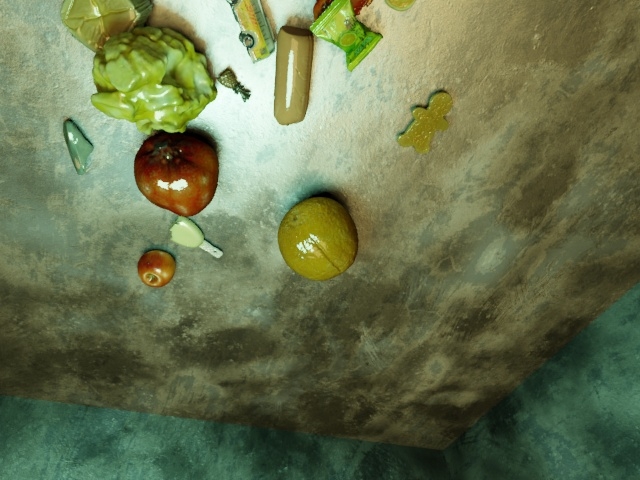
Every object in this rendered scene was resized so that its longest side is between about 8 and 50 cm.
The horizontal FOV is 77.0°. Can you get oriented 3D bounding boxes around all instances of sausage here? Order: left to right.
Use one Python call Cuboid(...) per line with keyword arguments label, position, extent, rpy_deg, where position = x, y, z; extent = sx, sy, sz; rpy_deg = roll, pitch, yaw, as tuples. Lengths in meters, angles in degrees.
Cuboid(label="sausage", position=(-0.091, -0.525, 1.314), extent=(0.121, 0.121, 0.304), rpy_deg=(3, 129, -8))

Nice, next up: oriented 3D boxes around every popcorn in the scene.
Cuboid(label="popcorn", position=(-0.510, -0.475, 1.221), extent=(0.292, 0.294, 0.334), rpy_deg=(8, 166, 26))

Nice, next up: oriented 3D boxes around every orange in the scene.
Cuboid(label="orange", position=(0.000, 0.000, 1.615), extent=(0.322, 0.322, 0.357), rpy_deg=(-28, 143, 15))

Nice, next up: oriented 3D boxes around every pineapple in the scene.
Cuboid(label="pineapple", position=(-0.285, -0.510, 1.349), extent=(0.058, 0.058, 0.124), rpy_deg=(-35, 124, 20))

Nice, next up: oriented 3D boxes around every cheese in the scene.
Cuboid(label="cheese", position=(-0.532, 0.002, 1.726), extent=(0.127, 0.050, 0.255), rpy_deg=(-37, 122, 21))

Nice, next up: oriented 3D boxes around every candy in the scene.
Cuboid(label="candy", position=(0.085, -0.625, 1.230), extent=(0.149, 0.069, 0.246), rpy_deg=(-38, 146, 25))

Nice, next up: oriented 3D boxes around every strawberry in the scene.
Cuboid(label="strawberry", position=(0.063, -0.713, 1.218), extent=(0.188, 0.082, 0.121), rpy_deg=(-29, 149, 9))

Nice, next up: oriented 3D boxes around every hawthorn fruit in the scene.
Cuboid(label="hawthorn fruit", position=(-0.495, -0.224, 1.418), extent=(0.294, 0.295, 0.311), rpy_deg=(-18, 131, 8))

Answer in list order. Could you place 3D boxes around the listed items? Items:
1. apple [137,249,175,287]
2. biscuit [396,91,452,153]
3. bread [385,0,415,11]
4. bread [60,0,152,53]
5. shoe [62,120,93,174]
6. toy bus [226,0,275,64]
Cuboid(label="apple", position=(-0.713, 0.125, 1.748), extent=(0.163, 0.139, 0.164), rpy_deg=(-3, 130, -4))
Cuboid(label="biscuit", position=(0.394, -0.436, 1.484), extent=(0.158, 0.035, 0.240), rpy_deg=(19, 124, -22))
Cuboid(label="bread", position=(0.247, -0.759, 1.226), extent=(0.109, 0.024, 0.110), rpy_deg=(-2, 128, -3))
Cuboid(label="bread", position=(-0.620, -0.660, 1.167), extent=(0.192, 0.110, 0.210), rpy_deg=(34, 117, -20))
Cuboid(label="shoe", position=(-0.855, -0.331, 1.435), extent=(0.078, 0.079, 0.195), rpy_deg=(-19, 128, -37))
Cuboid(label="toy bus", position=(-0.217, -0.681, 1.206), extent=(0.106, 0.092, 0.268), rpy_deg=(-21, 127, -2))
